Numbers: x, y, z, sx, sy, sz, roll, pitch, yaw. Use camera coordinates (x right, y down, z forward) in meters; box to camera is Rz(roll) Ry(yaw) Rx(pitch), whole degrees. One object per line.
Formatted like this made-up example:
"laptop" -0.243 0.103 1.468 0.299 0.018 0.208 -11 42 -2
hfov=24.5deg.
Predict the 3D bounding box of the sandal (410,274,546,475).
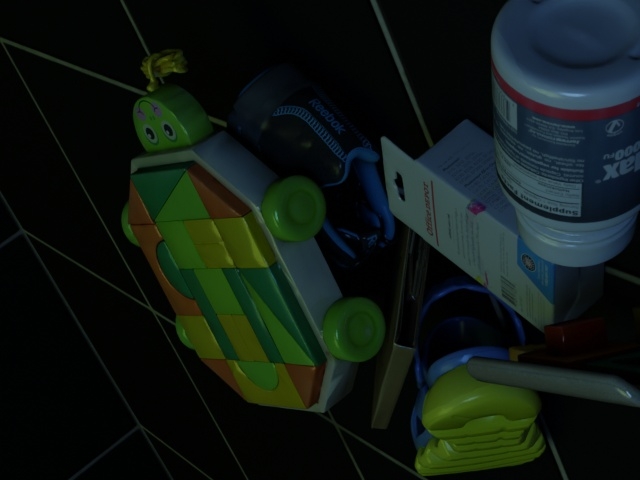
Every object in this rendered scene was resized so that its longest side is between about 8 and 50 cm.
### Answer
"sandal" 0.138 0.129 1.334 0.317 0.126 0.138 90 172 -68

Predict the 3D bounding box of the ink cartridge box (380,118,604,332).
"ink cartridge box" 0.132 -0.020 1.137 0.181 0.061 0.104 39 157 30

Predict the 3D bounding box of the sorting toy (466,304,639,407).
"sorting toy" 0.219 0.069 0.962 0.348 0.196 0.047 0 94 64

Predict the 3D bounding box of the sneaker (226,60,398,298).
"sneaker" 0.000 0.000 1.364 0.140 0.125 0.341 39 156 34

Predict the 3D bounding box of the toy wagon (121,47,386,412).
"toy wagon" -0.088 -0.004 1.315 0.267 0.068 0.344 -3 119 54

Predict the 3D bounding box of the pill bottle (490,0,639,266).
"pill bottle" 0.163 -0.069 0.924 0.108 0.108 0.180 39 157 31

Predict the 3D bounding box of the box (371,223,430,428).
"box" 0.071 0.057 1.290 0.021 0.164 0.201 10 154 -1
